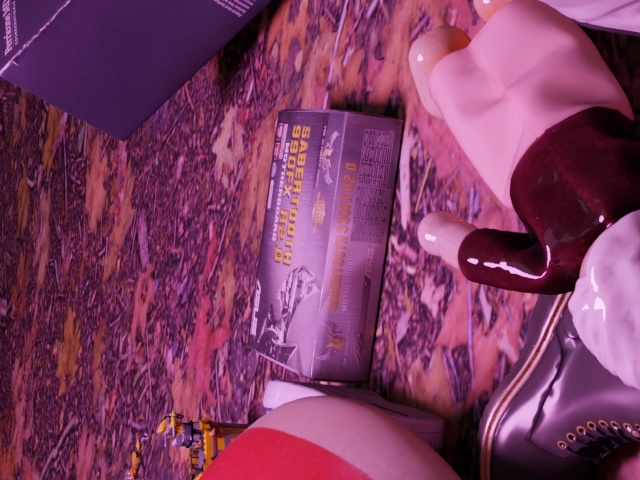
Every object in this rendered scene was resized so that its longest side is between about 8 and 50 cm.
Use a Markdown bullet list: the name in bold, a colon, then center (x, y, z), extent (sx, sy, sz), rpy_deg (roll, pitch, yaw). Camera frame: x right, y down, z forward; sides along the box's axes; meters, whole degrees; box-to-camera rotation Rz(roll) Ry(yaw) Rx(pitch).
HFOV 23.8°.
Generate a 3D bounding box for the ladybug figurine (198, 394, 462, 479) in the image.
- **ladybug figurine**: center (-0.006, 0.267, 1.035), extent (0.305, 0.161, 0.449), rpy_deg (67, 156, 12)

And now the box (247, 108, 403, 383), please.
- **box**: center (0.000, 0.000, 1.355), extent (0.183, 0.056, 0.231), rpy_deg (-164, 81, -70)

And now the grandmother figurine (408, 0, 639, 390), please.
- **grandmother figurine**: center (0.152, -0.043, 0.880), extent (0.208, 0.104, 0.342), rpy_deg (-49, 31, 22)

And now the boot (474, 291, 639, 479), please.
- **boot**: center (0.161, 0.114, 0.876), extent (0.137, 0.076, 0.198), rpy_deg (-139, 57, -60)

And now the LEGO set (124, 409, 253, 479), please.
- **LEGO set**: center (-0.186, 0.316, 1.554), extent (0.331, 0.192, 0.255), rpy_deg (141, 132, -62)

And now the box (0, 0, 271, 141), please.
- **box**: center (-0.202, -0.349, 1.684), extent (0.312, 0.179, 0.343), rpy_deg (-39, 42, 27)

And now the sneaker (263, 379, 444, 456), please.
- **sneaker**: center (0.014, 0.166, 1.211), extent (0.258, 0.094, 0.091), rpy_deg (-171, 89, -70)

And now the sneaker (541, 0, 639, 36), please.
- **sneaker**: center (0.219, -0.188, 0.744), extent (0.315, 0.182, 0.128), rpy_deg (-20, 63, 35)
